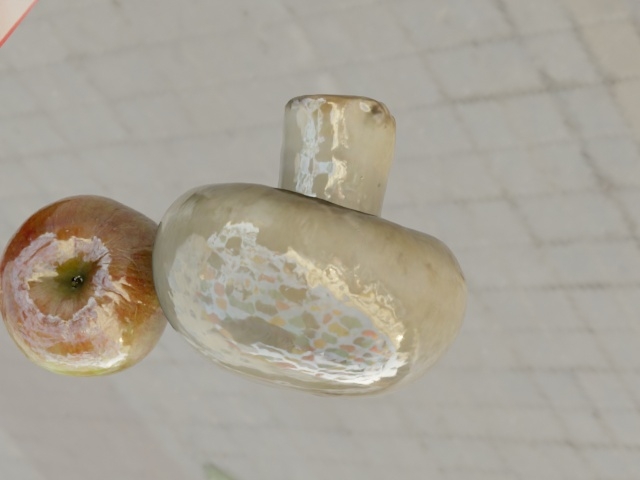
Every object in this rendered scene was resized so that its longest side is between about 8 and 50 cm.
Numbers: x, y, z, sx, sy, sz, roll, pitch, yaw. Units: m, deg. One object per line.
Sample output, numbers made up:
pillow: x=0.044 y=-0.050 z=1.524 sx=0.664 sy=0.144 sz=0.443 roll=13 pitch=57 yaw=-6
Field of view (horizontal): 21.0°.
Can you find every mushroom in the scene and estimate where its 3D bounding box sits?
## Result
mushroom: x=0.000 y=0.000 z=1.096 sx=0.204 sy=0.204 sz=0.204 roll=27 pitch=148 yaw=18

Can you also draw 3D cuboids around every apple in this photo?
apple: x=-0.158 y=0.032 z=1.167 sx=0.126 sy=0.126 sz=0.102 roll=30 pitch=173 yaw=13

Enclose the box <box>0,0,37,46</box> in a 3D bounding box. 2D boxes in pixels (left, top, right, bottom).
box: x=-0.467 y=-0.190 z=1.318 sx=0.312 sy=0.314 sz=0.300 roll=0 pitch=136 yaw=38
